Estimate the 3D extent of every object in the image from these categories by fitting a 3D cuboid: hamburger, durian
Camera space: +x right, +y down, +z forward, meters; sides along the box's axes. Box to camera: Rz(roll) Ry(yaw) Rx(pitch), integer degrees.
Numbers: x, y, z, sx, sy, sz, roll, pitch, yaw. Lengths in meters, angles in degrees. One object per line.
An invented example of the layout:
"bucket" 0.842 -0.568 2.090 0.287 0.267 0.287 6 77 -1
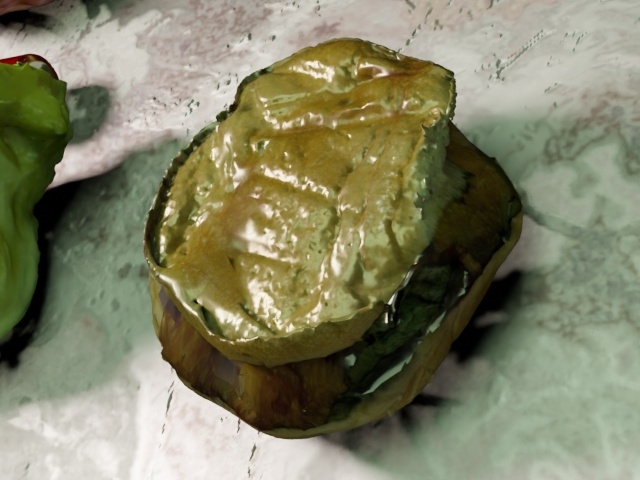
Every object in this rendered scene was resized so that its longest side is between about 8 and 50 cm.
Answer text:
"hamburger" 0.002 0.000 0.916 0.265 0.134 0.285 27 72 45
"durian" -0.371 -0.002 1.085 0.340 0.204 0.255 -19 66 20

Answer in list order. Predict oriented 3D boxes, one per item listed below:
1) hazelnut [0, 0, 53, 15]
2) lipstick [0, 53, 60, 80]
"hazelnut" -0.362 -0.342 1.291 0.261 0.241 0.261 0 72 0
"lipstick" -0.365 -0.134 1.238 0.241 0.080 0.080 -3 61 28
